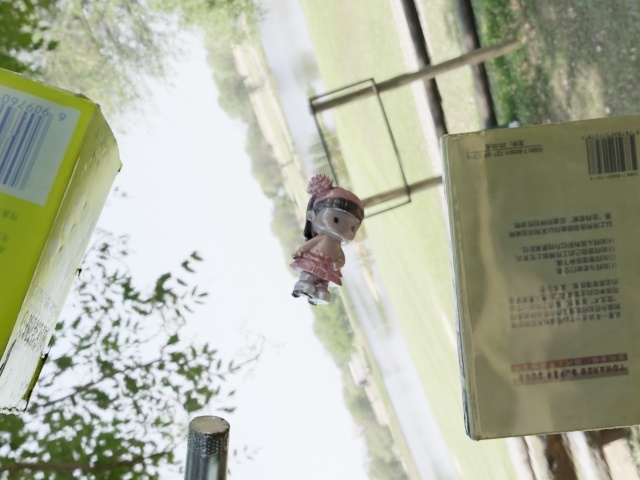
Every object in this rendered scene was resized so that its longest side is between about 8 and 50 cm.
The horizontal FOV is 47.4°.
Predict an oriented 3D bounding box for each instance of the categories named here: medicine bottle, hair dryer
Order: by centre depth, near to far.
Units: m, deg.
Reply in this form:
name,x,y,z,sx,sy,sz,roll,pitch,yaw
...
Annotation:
name,x,y,z,sx,sy,sz,roll,pitch,yaw
medicine bottle,-0.264,0.001,0.567,0.137,0.141,0.250,135,153,-71
hair dryer,-0.106,0.441,0.997,0.284,0.155,0.320,27,113,36

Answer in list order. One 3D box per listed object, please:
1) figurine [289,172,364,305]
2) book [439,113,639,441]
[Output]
name,x,y,z,sx,sy,sz,roll,pitch,yaw
figurine,0.000,0.000,0.750,0.054,0.072,0.129,-8,60,65
book,0.179,0.028,0.547,0.026,0.161,0.231,-55,-40,-89
